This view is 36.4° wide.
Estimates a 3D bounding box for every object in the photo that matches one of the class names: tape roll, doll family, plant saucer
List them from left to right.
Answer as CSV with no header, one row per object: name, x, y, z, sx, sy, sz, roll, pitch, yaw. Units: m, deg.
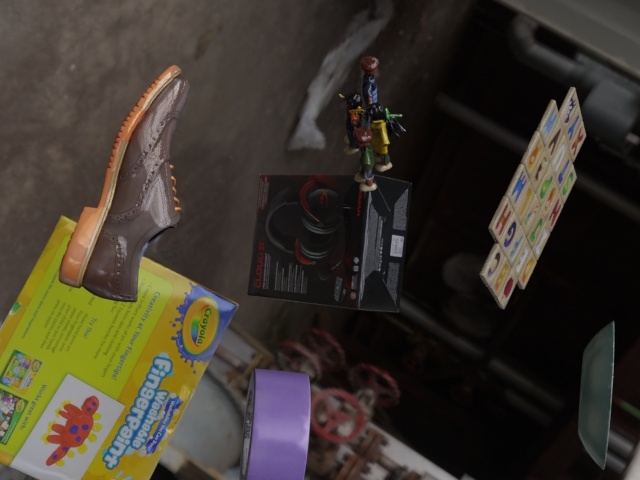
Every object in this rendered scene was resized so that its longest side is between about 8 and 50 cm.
tape roll,-0.067,0.281,1.399,0.189,0.080,0.189,-174,-90,-83
doll family,0.063,-0.164,1.305,0.076,0.193,0.111,-15,136,-6
plant saucer,0.361,0.201,1.281,0.195,0.037,0.195,5,90,-76

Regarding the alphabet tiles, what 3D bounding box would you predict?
alphabet tiles,0.350,-0.064,1.580,0.342,0.011,0.285,-62,152,-11

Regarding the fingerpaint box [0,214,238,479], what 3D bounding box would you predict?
fingerpaint box,-0.423,0.232,1.833,0.445,0.371,0.163,-64,-168,-6

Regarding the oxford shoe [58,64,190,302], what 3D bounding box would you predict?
oxford shoe,-0.259,-0.083,1.457,0.130,0.133,0.363,161,-49,-84

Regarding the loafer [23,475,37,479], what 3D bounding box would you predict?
loafer,-0.560,0.489,1.851,0.045,0.039,0.125,-31,-156,47

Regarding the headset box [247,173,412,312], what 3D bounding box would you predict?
headset box,0.000,0.000,1.648,0.110,0.293,0.218,8,88,-46
